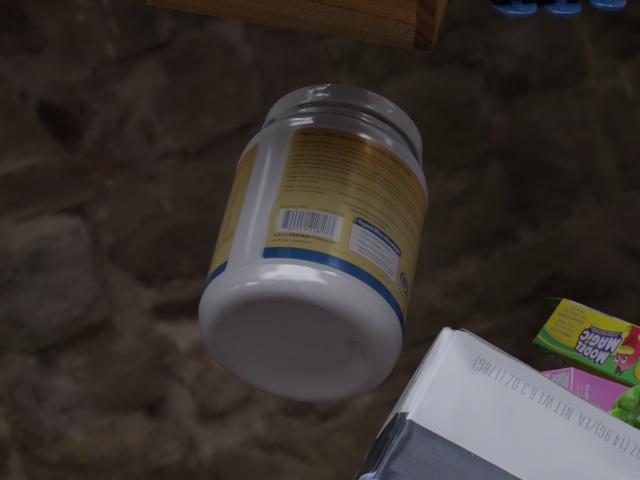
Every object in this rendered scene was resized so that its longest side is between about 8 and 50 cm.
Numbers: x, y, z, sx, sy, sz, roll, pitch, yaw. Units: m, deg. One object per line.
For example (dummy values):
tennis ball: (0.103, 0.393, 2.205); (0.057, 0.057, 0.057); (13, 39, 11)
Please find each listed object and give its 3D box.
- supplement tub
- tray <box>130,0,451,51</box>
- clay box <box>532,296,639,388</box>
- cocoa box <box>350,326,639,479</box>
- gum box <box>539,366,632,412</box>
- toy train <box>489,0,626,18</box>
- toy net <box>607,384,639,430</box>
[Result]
supplement tub: (0.000, 0.000, 1.358); (0.144, 0.144, 0.199); (-18, 42, 33)
tray: (0.024, -0.291, 1.332); (0.203, 0.076, 0.411); (11, 41, 9)
clay box: (0.266, 0.116, 1.527); (0.053, 0.127, 0.222); (-54, 27, -8)
cocoa box: (0.067, 0.260, 0.942); (0.228, 0.231, 0.347); (-57, -5, -37)
gum box: (0.184, 0.194, 1.310); (0.107, 0.188, 0.062); (20, -21, -32)
toy train: (0.201, -0.250, 1.682); (0.184, 0.080, 0.105); (-8, 37, -27)
toy net: (0.263, 0.066, 1.031); (0.232, 0.045, 0.122); (-4, -50, -33)
